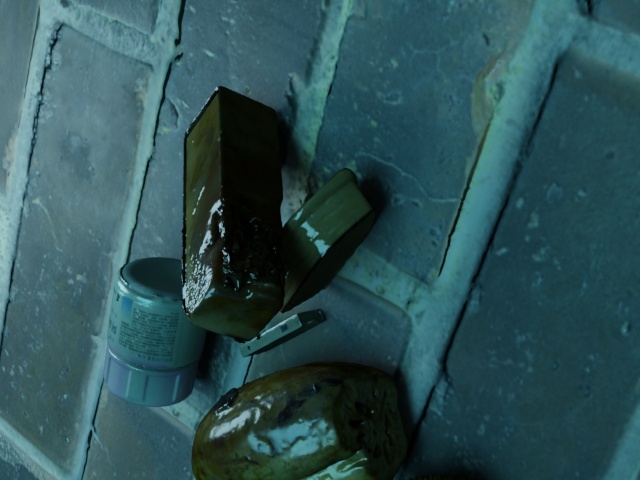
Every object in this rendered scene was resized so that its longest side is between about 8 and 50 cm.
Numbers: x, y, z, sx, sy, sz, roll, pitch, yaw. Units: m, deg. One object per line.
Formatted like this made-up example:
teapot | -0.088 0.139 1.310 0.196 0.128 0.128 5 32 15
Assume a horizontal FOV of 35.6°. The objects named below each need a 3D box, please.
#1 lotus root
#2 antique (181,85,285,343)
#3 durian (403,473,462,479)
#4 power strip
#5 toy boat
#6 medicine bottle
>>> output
lotus root | -0.043 0.246 1.199 0.291 0.193 0.193 -22 86 38
antique | -0.099 -0.036 1.134 0.093 0.087 0.310 -47 34 36
durian | 0.114 0.327 1.117 0.158 0.168 0.137 -40 57 18
power strip | -0.054 0.120 1.260 0.136 0.051 0.019 -31 77 38
toy boat | 0.000 0.000 1.154 0.061 0.116 0.188 47 126 15
medicine bottle | -0.218 0.122 1.332 0.135 0.135 0.169 24 114 31
